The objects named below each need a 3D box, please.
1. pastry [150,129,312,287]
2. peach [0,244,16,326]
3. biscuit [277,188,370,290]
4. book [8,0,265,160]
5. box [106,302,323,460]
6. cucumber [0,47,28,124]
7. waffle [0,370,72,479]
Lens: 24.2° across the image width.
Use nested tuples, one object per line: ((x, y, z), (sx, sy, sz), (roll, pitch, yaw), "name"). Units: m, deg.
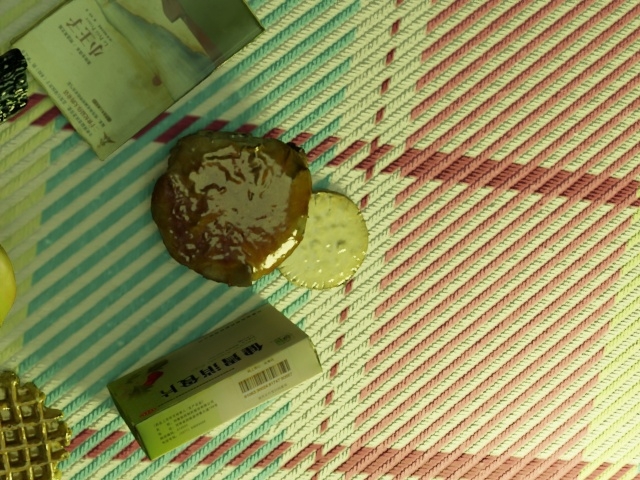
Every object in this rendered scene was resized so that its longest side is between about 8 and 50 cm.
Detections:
((-0.113, -0.055, 2.013), (0.229, 0.100, 0.218), (-32, 105, -3), "pastry")
((-0.535, 0.071, 1.778), (0.314, 0.281, 0.315), (-44, 124, 14), "peach")
((0.000, 0.000, 2.111), (0.152, 0.020, 0.152), (-5, 104, -19), "biscuit")
((-0.236, -0.268, 1.964), (0.289, 0.026, 0.201), (-41, 113, -8), "book")
((-0.145, 0.186, 2.015), (0.260, 0.175, 0.062), (-26, 110, -13), "box")
((-0.475, -0.143, 1.880), (0.265, 0.077, 0.077), (-35, 111, -9), "cucumber")
((-0.420, 0.268, 2.003), (0.160, 0.046, 0.192), (-47, 112, -6), "waffle")
